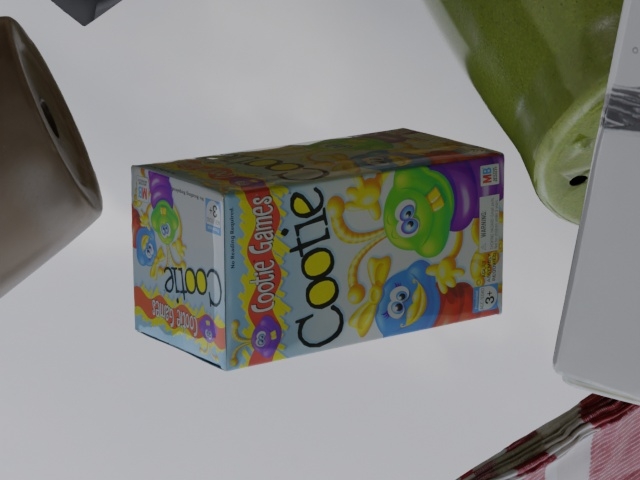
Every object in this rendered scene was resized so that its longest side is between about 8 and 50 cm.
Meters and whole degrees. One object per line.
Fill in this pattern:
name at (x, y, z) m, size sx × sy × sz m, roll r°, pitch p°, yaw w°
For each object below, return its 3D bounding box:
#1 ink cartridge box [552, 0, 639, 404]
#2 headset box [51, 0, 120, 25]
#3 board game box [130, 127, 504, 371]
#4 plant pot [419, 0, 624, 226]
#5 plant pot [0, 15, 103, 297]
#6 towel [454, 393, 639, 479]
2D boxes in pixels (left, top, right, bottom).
ink cartridge box at (0.210, -0.066, 0.817) m, size 0.114 × 0.273 × 0.197 m, roll 18°, pitch -165°, yaw 32°
headset box at (-0.153, -0.327, 1.547) m, size 0.110 × 0.218 × 0.293 m, roll 38°, pitch -153°, yaw -46°
board game box at (0.000, 0.000, 1.608) m, size 0.275 × 0.142 × 0.144 m, roll -10°, pitch -163°, yaw -34°
plant pot at (0.216, -0.209, 1.360) m, size 0.366 × 0.366 × 0.353 m, roll 11°, pitch -128°, yaw -35°
plant pot at (-0.351, -0.052, 1.672) m, size 0.280 × 0.323 × 0.323 m, roll -25°, pitch -164°, yaw 3°
towel at (0.208, 0.245, 1.811) m, size 0.329 × 0.237 × 0.037 m, roll -30°, pitch -124°, yaw -16°
